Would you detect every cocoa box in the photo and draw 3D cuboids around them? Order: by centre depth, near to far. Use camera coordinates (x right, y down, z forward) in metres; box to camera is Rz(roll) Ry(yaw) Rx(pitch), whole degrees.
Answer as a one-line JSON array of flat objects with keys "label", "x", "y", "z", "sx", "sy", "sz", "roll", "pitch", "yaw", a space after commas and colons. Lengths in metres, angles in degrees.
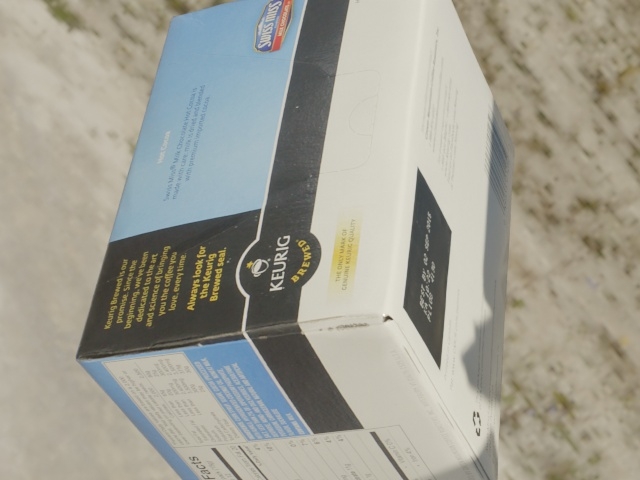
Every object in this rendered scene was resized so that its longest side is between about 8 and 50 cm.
[{"label": "cocoa box", "x": 0.000, "y": 0.000, "z": 1.042, "sx": 0.231, "sy": 0.228, "sz": 0.347, "roll": 58, "pitch": 30, "yaw": -43}]
